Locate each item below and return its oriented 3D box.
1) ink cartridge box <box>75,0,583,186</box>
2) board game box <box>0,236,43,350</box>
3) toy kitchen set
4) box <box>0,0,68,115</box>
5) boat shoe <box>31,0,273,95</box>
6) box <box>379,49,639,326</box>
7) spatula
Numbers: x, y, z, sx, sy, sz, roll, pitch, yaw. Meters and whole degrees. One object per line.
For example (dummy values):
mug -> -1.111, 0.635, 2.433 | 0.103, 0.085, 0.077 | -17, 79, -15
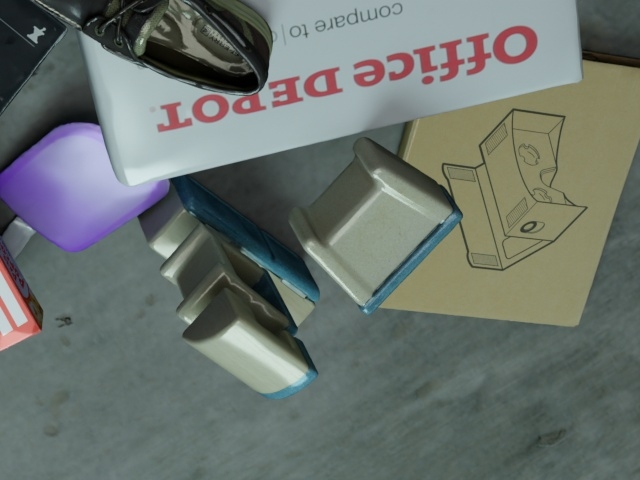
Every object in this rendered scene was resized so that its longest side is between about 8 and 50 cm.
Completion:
ink cartridge box -> -0.022, -0.258, 1.067 | 0.285, 0.166, 0.395 | -13, 121, -5
board game box -> -0.280, 0.001, 1.194 | 0.147, 0.045, 0.193 | -27, 108, 2
toy kitchen set -> 0.000, 0.000, 1.191 | 0.122, 0.207, 0.166 | 38, 101, -28
box -> -0.303, -0.130, 1.065 | 0.261, 0.103, 0.184 | 40, 86, -22
boat shoe -> -0.091, -0.120, 1.004 | 0.152, 0.049, 0.056 | 19, 115, -19
box -> 0.128, -0.039, 1.308 | 0.164, 0.021, 0.201 | 7, 115, -17
spatula -> -0.229, 0.031, 1.253 | 0.296, 0.030, 0.084 | -42, 118, 11
